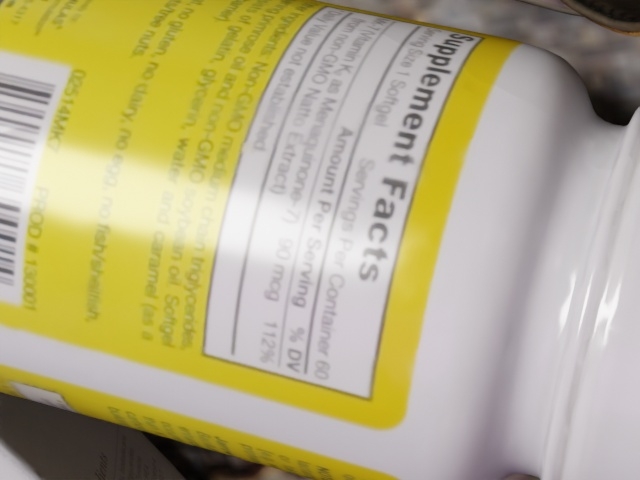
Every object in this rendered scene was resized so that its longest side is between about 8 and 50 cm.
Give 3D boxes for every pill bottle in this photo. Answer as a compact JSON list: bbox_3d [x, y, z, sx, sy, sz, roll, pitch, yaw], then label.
[{"bbox_3d":[0.000,0.000,0.379,0.208,0.119,0.119,14,128,13],"label":"pill bottle"}]

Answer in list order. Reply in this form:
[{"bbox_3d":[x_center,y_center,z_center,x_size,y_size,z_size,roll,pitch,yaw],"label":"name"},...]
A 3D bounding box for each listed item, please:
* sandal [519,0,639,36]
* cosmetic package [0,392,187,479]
[{"bbox_3d":[0.075,-0.082,0.325,0.219,0.060,0.090,8,127,18],"label":"sandal"},{"bbox_3d":[-0.097,0.121,0.498,0.117,0.085,0.231,-32,114,12],"label":"cosmetic package"}]
